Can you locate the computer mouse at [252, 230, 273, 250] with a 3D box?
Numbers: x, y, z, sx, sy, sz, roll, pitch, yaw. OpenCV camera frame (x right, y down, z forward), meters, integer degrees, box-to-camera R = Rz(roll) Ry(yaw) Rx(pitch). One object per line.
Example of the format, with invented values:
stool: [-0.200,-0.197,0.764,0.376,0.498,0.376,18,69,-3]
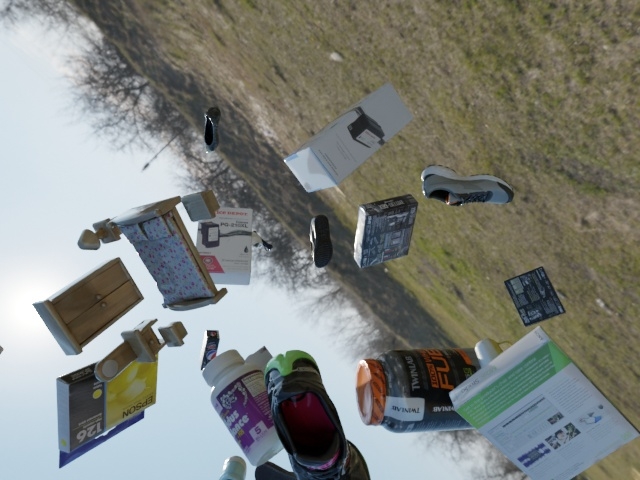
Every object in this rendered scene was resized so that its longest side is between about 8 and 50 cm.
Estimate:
computer mouse: [-0.248,-0.004,1.819,0.106,0.042,0.193,46,-176,6]

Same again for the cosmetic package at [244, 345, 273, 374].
cosmetic package: [-0.176,0.475,1.546,0.107,0.127,0.238,41,162,42]

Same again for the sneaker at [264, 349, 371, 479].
sneaker: [-0.010,0.499,1.092,0.482,0.185,0.202,64,-179,-12]

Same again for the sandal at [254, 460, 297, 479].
sandal: [-0.081,0.732,1.381,0.255,0.097,0.054,20,-177,28]

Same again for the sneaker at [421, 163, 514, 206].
sneaker: [0.430,-0.140,1.368,0.272,0.107,0.100,10,149,5]

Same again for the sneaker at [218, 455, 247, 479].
sneaker: [-0.367,1.052,1.815,0.150,0.135,0.365,-46,-43,-84]

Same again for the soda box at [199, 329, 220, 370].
soda box: [-0.447,0.443,1.861,0.053,0.168,0.060,6,-153,-22]

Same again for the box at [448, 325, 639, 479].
box: [0.453,0.351,0.939,0.322,0.232,0.058,44,-166,-16]

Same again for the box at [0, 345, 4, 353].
box: [-0.978,0.316,1.175,0.148,0.233,0.126,-96,-14,-60]

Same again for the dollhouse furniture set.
dollhouse furniture set: [-0.299,0.109,0.805,0.174,0.356,0.303,-49,-58,-52]

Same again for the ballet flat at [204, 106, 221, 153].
ballet flat: [-0.333,-0.327,1.382,0.057,0.049,0.173,42,143,15]

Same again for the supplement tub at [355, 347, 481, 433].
supplement tub: [0.273,0.385,1.198,0.338,0.207,0.207,1,-165,-12]

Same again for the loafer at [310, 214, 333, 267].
loafer: [0.000,0.000,1.827,0.078,0.080,0.219,-144,52,-66]

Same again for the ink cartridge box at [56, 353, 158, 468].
ink cartridge box: [-0.636,0.496,1.406,0.072,0.307,0.304,14,-163,28]

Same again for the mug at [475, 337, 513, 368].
mug: [0.371,0.246,0.993,0.078,0.062,0.064,-1,-131,-23]

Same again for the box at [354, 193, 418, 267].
box: [0.278,-0.038,1.991,0.076,0.243,0.307,-121,23,-43]

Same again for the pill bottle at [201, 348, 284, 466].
pill bottle: [-0.208,0.465,1.320,0.301,0.169,0.169,46,-179,25]

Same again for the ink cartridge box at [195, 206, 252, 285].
ink cartridge box: [-0.305,0.014,1.465,0.100,0.172,0.237,112,158,-58]

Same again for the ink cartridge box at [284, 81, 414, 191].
ink cartridge box: [0.075,-0.286,1.313,0.129,0.307,0.223,52,163,-14]

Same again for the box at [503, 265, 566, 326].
box: [0.778,0.206,1.682,0.078,0.147,0.180,19,-133,-60]
